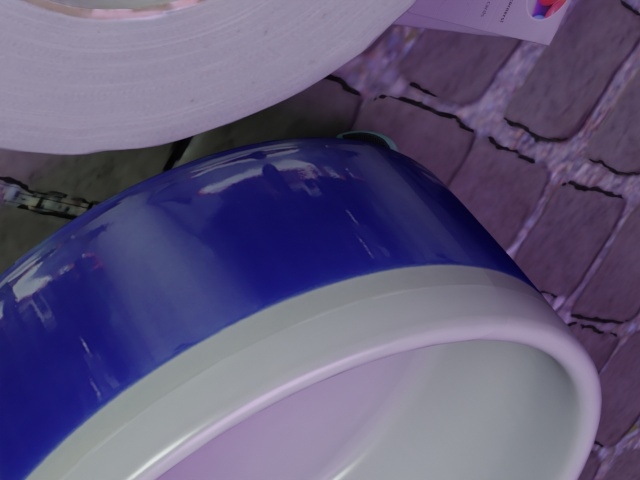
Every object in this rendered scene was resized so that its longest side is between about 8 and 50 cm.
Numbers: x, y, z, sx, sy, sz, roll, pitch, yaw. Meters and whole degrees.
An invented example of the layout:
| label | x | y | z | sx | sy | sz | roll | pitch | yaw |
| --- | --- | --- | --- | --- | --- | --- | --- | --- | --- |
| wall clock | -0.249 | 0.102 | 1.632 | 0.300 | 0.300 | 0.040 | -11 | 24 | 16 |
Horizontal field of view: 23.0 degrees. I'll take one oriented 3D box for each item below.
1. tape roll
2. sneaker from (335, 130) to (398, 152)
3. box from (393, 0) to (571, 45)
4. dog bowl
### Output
| label | x | y | z | sx | sy | sz | roll | pitch | yaw |
| --- | --- | --- | --- | --- | --- | --- | --- | --- | --- |
| tape roll | -0.053 | -0.124 | 0.406 | 0.219 | 0.072 | 0.219 | -16 | 142 | -13 |
| sneaker | 0.000 | 0.000 | 0.663 | 0.098 | 0.038 | 0.069 | -39 | 146 | 2 |
| box | 0.049 | -0.148 | 0.574 | 0.186 | 0.038 | 0.145 | -1 | 124 | -45 |
| dog bowl | -0.027 | 0.090 | 0.618 | 0.265 | 0.104 | 0.265 | -23 | 144 | -18 |
